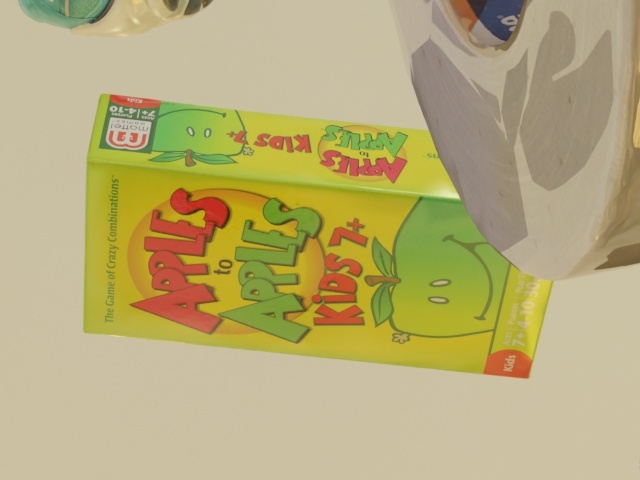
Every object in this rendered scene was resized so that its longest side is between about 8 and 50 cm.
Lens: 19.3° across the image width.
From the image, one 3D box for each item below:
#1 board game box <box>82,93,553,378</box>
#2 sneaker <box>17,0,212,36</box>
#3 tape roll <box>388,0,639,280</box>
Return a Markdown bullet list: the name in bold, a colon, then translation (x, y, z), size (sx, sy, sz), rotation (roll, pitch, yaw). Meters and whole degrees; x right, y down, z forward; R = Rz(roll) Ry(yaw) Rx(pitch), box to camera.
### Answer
- **board game box**: translation (0.000, 0.000, 0.738), size (0.181, 0.043, 0.092), rotation (6, -47, -2)
- **sneaker**: translation (-0.120, -0.241, 0.963), size (0.110, 0.107, 0.275), rotation (-4, -96, 21)
- **tape roll**: translation (0.061, -0.103, 0.420), size (0.072, 0.219, 0.219), rotation (-11, -71, -10)
